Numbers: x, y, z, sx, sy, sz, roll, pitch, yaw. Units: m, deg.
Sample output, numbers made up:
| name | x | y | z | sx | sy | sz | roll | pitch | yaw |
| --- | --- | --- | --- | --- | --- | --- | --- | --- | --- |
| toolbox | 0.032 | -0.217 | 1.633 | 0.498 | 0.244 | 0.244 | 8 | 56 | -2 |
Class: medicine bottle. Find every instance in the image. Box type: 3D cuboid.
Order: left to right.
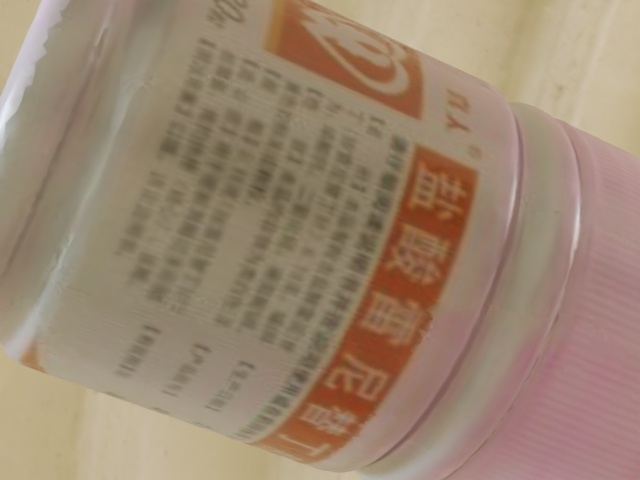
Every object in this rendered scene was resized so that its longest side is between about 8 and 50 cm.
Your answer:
| name | x | y | z | sx | sy | sz | roll | pitch | yaw |
| --- | --- | --- | --- | --- | --- | --- | --- | --- | --- |
| medicine bottle | 0.000 | 0.000 | 0.554 | 0.315 | 0.202 | 0.202 | 22 | -72 | -16 |
